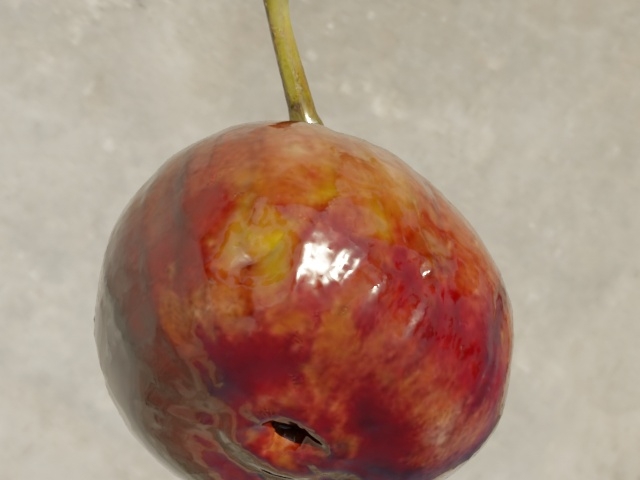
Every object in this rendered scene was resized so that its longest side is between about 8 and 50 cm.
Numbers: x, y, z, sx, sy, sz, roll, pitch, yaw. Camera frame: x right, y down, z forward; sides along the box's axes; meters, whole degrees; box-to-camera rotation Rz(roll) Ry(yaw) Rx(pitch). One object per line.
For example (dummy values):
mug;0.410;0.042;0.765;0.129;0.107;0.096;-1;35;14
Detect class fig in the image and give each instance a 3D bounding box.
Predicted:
fig;-0.007;0.015;0.838;0.203;0.249;0.186;23;121;-13
